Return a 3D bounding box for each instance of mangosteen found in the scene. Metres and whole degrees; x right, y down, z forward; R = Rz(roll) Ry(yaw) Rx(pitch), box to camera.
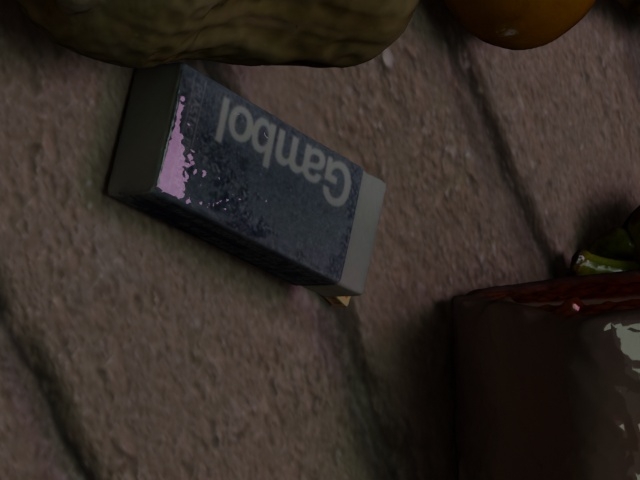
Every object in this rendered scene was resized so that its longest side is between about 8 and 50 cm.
[{"bbox_3d":[0.307,0.027,1.690,0.181,0.146,0.156,-1,94,-52],"label":"mangosteen"}]

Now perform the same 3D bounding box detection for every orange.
[{"bbox_3d":[0.157,-0.225,1.515,0.156,0.124,0.156,5,84,-54],"label":"orange"}]

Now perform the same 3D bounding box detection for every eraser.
[{"bbox_3d":[-0.044,-0.037,1.308,0.212,0.046,0.092,27,69,-43],"label":"eraser"}]

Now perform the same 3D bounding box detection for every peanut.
[{"bbox_3d":[-0.073,-0.179,1.217,0.291,0.159,0.143,-4,125,-42],"label":"peanut"}]

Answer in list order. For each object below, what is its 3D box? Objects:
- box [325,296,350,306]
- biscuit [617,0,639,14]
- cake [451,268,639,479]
[{"bbox_3d":[0.000,0.000,1.404,0.093,0.015,0.058,44,56,-42],"label":"box"},{"bbox_3d":[0.293,-0.333,1.725,0.334,0.081,0.289,32,65,-43],"label":"biscuit"},{"bbox_3d":[0.267,0.141,1.505,0.309,0.237,0.230,-7,95,-20],"label":"cake"}]
